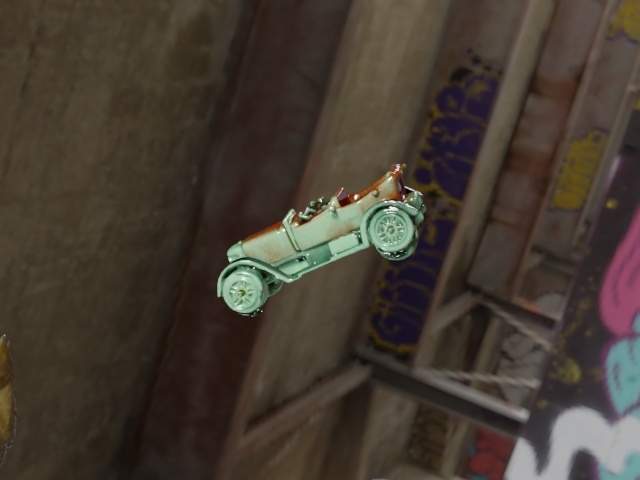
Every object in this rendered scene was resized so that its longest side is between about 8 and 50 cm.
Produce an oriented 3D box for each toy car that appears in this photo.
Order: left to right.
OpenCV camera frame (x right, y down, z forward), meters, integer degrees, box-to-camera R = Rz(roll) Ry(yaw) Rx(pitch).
[{"bbox_3d":[0.000,0.000,0.836,0.073,0.143,0.054,-56,-57,-74],"label":"toy car"}]

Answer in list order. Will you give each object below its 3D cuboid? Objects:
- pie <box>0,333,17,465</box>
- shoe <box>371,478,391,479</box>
[{"bbox_3d":[-0.251,0.100,0.709,0.195,0.046,0.195,9,-103,-46],"label":"pie"},{"bbox_3d":[0.028,0.226,0.684,0.137,0.095,0.245,-63,3,10],"label":"shoe"}]
